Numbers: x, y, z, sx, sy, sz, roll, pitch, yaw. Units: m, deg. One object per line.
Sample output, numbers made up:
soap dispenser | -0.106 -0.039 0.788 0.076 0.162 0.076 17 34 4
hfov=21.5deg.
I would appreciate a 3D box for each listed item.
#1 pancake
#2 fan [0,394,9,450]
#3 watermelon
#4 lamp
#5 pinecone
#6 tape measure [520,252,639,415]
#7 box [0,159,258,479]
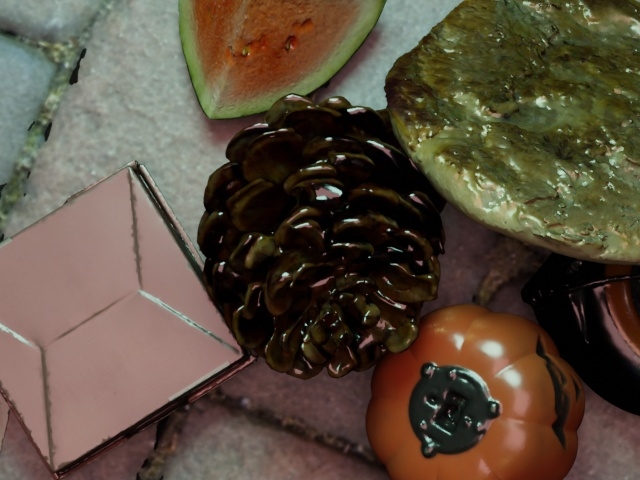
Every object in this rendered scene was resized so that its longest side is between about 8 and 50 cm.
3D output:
pancake | 0.224 -0.099 1.426 0.356 0.065 0.356 9 41 -8
fan | -0.435 0.141 1.525 0.310 0.010 0.182 24 86 1
watermelon | -0.059 -0.218 1.520 0.193 0.137 0.145 -34 51 -3
lamp | 0.136 0.149 1.453 0.188 0.164 0.187 -5 79 25
pinecone | 0.000 0.000 1.423 0.224 0.272 0.224 1 122 2
tape measure | 0.300 0.047 1.467 0.223 0.135 0.202 38 72 5
box | -0.199 0.069 1.493 0.215 0.086 0.215 -31 86 -3
